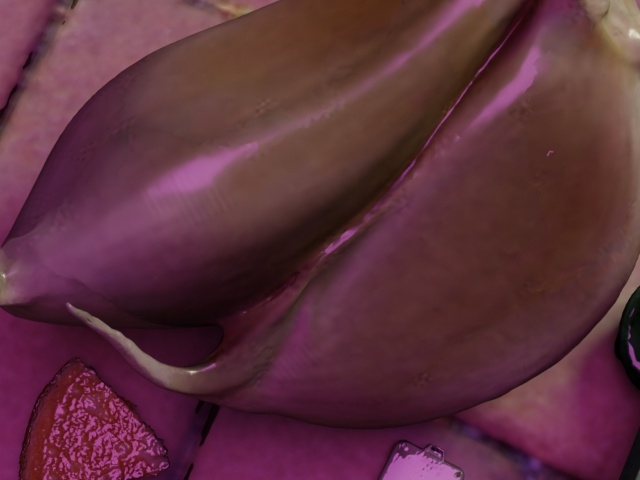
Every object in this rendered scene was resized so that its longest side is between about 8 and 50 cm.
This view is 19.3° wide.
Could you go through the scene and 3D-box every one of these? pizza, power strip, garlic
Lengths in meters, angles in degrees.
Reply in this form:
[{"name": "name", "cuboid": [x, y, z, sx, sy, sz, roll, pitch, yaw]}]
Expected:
[{"name": "pizza", "cuboid": [-0.114, 0.108, 0.963, 0.078, 0.025, 0.083, 19, 80, 6]}, {"name": "power strip", "cuboid": [0.040, 0.147, 0.970, 0.040, 0.016, 0.090, 27, 73, 4]}, {"name": "garlic", "cuboid": [0.000, 0.000, 0.902, 0.340, 0.246, 0.231, -32, 92, -24]}]

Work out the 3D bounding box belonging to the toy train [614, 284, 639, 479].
[{"name": "toy train", "cuboid": [0.227, 0.148, 0.905, 0.237, 0.150, 0.369, 21, 73, 11]}]
